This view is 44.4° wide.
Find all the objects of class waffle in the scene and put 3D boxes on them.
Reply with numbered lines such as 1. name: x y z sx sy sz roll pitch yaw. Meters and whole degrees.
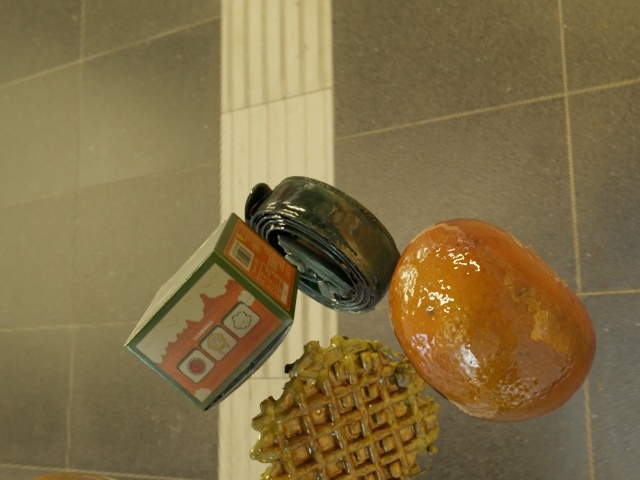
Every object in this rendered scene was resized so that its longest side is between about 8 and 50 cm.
1. waffle: 0.036 0.264 1.086 0.262 0.280 0.060 -61 25 -6

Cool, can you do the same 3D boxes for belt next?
1. belt: 0.000 0.000 1.229 0.267 0.116 0.206 40 151 -6

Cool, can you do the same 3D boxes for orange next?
1. orange: 0.170 0.082 0.811 0.170 0.224 0.224 -47 61 11

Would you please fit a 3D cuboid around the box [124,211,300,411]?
1. box: -0.133 0.092 1.057 0.148 0.195 0.177 41 102 -11

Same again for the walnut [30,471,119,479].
1. walnut: -0.399 0.481 1.279 0.203 0.297 0.203 -28 53 46
